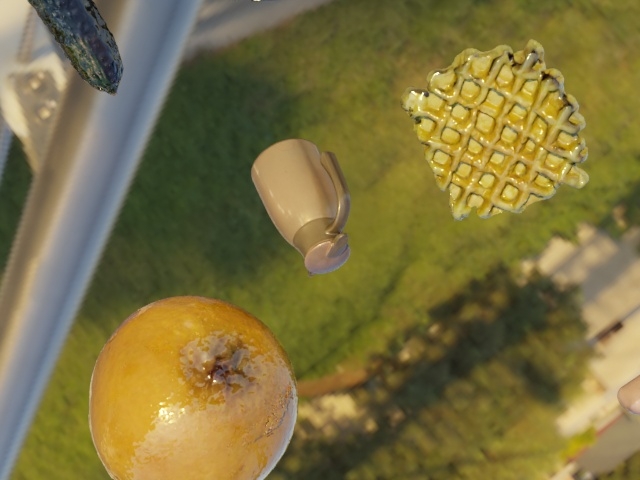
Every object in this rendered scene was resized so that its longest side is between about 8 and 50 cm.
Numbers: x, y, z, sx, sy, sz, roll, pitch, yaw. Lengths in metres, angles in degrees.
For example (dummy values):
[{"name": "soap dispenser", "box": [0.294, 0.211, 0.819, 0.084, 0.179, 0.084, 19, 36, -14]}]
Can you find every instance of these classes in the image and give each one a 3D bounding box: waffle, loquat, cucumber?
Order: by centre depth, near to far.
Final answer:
[{"name": "cucumber", "box": [-0.289, -0.266, 1.464, 0.067, 0.245, 0.067, -26, -149, 17]}, {"name": "loquat", "box": [-0.154, 0.199, 1.617, 0.263, 0.263, 0.263, -35, 164, -11]}, {"name": "waffle", "box": [0.224, -0.139, 1.647, 0.204, 0.223, 0.054, -17, -159, 24]}]

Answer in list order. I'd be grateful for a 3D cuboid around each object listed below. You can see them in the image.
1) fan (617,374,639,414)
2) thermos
[{"name": "fan", "box": [0.622, 0.219, 2.286, 0.244, 0.130, 0.074, -32, 121, -7]}, {"name": "thermos", "box": [-0.011, -0.051, 1.818, 0.105, 0.193, 0.137, 11, 130, -35]}]
